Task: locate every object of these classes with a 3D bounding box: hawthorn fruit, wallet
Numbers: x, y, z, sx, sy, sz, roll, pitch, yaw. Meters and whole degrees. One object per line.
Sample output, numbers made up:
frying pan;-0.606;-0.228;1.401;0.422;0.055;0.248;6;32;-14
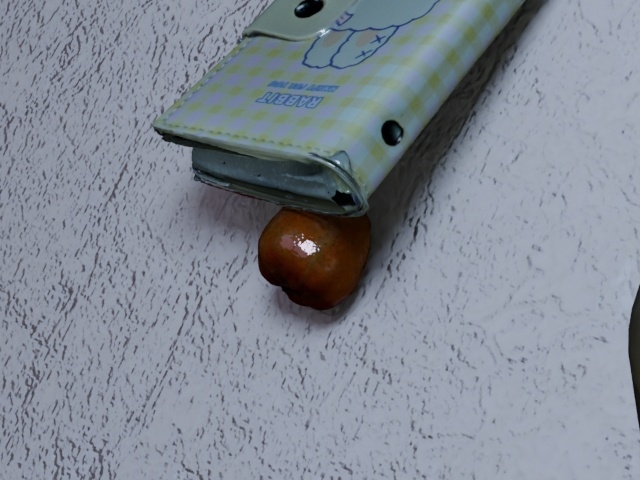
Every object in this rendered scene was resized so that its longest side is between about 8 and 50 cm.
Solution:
hawthorn fruit;0.000;0.000;1.372;0.081;0.081;0.093;21;67;40
wallet;0.040;-0.156;1.398;0.223;0.077;0.309;10;53;47

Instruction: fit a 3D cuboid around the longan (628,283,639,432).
longan;0.331;0.117;0.864;0.404;0.404;0.336;45;108;42
